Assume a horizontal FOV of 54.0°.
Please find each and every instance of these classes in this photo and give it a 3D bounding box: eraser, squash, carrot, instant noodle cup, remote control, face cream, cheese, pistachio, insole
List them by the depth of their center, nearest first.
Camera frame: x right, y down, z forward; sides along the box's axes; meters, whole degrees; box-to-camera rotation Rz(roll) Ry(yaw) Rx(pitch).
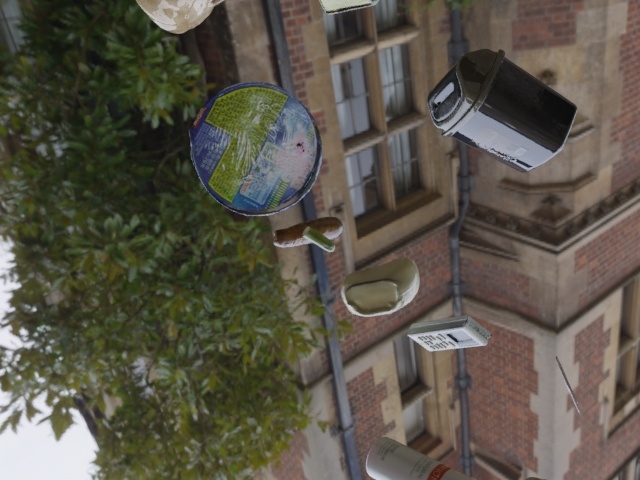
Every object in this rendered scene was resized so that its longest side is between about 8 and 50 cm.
[{"bbox_3d":[-0.290,-0.591,1.323,0.213,0.318,0.193,4,162,-14],"label":"pistachio"},{"bbox_3d":[0.257,0.525,1.324,0.345,0.102,0.102,13,-145,41],"label":"face cream"},{"bbox_3d":[0.000,0.000,1.398,0.027,0.083,0.027,-45,-153,30],"label":"squash"},{"bbox_3d":[0.565,0.329,1.435,0.004,0.188,0.064,-20,-147,21],"label":"insole"},{"bbox_3d":[-0.028,-0.019,1.448,0.186,0.060,0.060,-12,-155,-33],"label":"carrot"},{"bbox_3d":[-0.157,-0.217,1.456,0.284,0.284,0.312,-13,-167,-7],"label":"instant noodle cup"},{"bbox_3d":[0.067,-0.659,1.625,0.172,0.117,0.058,6,-132,42],"label":"eraser"},{"bbox_3d":[0.397,0.296,1.969,0.277,0.103,0.055,-23,-146,58],"label":"remote control"},{"bbox_3d":[0.198,0.152,2.081,0.266,0.127,0.233,-14,-165,19],"label":"cheese"}]

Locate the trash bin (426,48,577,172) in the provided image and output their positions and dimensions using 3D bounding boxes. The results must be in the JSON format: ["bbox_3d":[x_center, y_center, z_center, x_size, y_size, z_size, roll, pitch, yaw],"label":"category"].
[{"bbox_3d":[0.396,-0.289,1.402,0.290,0.209,0.182,28,-108,-6],"label":"trash bin"}]

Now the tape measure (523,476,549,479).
[{"bbox_3d":[0.488,0.644,1.277,0.133,0.231,0.271,25,180,-30],"label":"tape measure"}]
